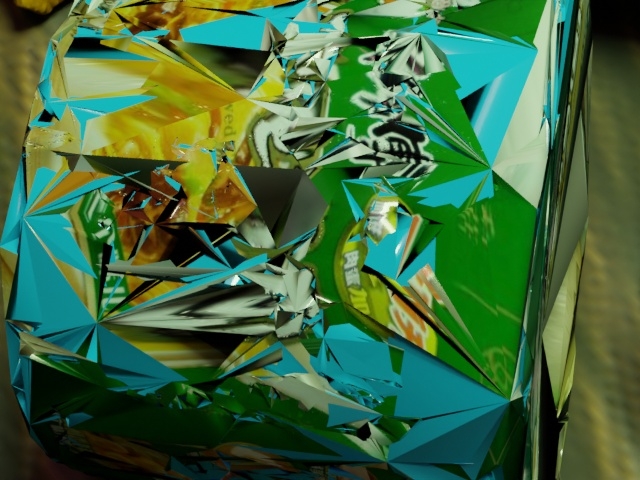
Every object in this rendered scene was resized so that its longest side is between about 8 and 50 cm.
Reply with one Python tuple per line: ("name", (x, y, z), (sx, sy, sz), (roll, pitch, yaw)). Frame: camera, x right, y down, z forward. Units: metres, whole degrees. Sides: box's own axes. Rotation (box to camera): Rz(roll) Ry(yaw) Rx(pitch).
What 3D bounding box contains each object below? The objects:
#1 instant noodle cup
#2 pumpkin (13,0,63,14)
("instant noodle cup", (0.000, 0.000, 0.701), (0.178, 0.240, 0.240), (5, 58, 10))
("pumpkin", (-0.118, -0.148, 0.877), (0.083, 0.054, 0.074), (-34, 61, -15))
